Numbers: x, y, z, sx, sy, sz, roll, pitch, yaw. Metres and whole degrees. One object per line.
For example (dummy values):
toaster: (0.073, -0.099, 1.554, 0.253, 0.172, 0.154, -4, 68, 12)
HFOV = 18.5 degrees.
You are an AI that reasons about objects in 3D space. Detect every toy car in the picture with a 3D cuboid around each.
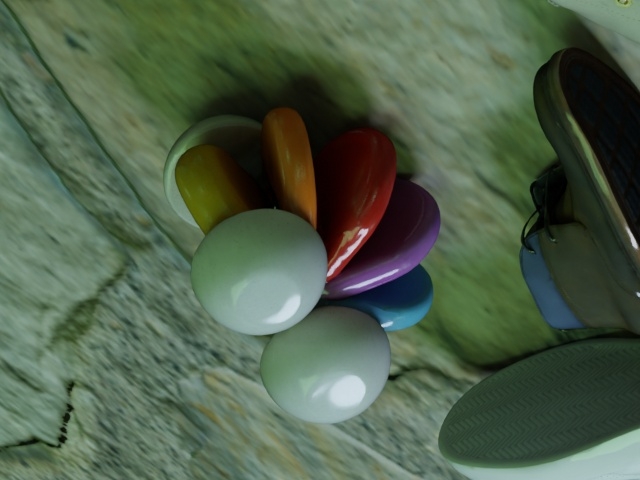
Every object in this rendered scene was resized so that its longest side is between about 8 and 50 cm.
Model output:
toy car: (0.000, 0.000, 1.128, 0.136, 0.159, 0.182, -30, 126, 6)

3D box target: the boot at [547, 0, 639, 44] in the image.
boot: (0.162, -0.118, 0.861, 0.165, 0.077, 0.213, 26, -179, 2)

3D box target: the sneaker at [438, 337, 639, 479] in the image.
sneaker: (0.224, 0.140, 1.189, 0.292, 0.108, 0.169, -13, 128, 38)

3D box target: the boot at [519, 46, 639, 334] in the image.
boot: (0.138, -0.013, 1.063, 0.106, 0.082, 0.219, -8, 136, 33)
